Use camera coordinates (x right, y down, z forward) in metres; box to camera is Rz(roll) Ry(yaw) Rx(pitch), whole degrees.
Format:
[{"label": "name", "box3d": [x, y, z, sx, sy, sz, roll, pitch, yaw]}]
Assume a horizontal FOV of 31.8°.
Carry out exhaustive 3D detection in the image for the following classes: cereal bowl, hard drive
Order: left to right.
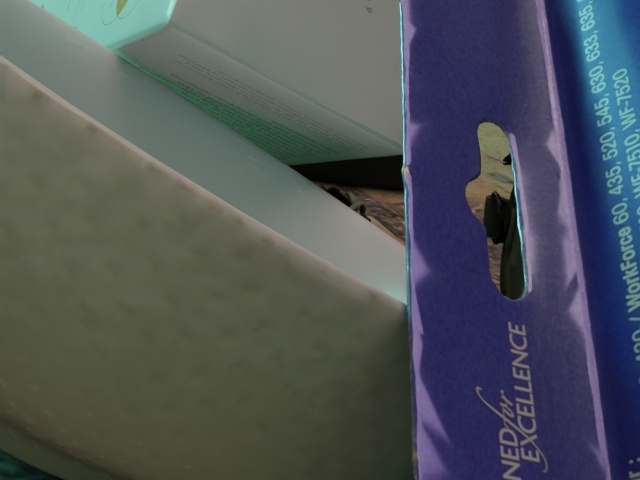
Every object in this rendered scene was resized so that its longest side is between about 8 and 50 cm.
[{"label": "cereal bowl", "box3d": [-0.086, 0.011, 0.496, 0.339, 0.141, 0.339, 32, 6, -4]}, {"label": "hard drive", "box3d": [0.014, -0.106, 1.120, 0.254, 0.054, 0.172, 5, 23, -32]}]

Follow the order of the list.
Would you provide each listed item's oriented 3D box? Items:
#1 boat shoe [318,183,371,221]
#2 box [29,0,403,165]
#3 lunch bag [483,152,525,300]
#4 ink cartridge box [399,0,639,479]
[{"label": "boat shoe", "box3d": [0.000, 0.000, 0.779, 0.219, 0.070, 0.078, 17, 19, -1]}, {"label": "box", "box3d": [-0.067, -0.177, 0.767, 0.168, 0.215, 0.345, 25, -11, -29]}, {"label": "lunch bag", "box3d": [0.271, 0.040, 0.707, 0.305, 0.213, 0.256, 13, 12, -10]}, {"label": "ink cartridge box", "box3d": [0.176, 0.008, 0.424, 0.307, 0.072, 0.304, 20, 51, -25]}]
